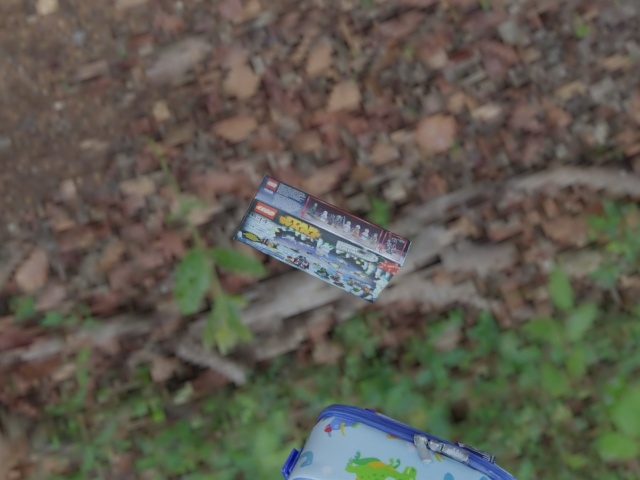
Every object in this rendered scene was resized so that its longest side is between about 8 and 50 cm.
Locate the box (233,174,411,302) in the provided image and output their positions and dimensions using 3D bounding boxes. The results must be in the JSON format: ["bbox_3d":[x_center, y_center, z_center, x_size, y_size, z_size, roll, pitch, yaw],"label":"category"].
[{"bbox_3d":[0.000,0.000,1.530,0.137,0.027,0.094,24,153,-4],"label":"box"}]

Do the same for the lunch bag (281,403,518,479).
[{"bbox_3d":[0.055,0.219,1.400,0.176,0.090,0.219,20,150,10],"label":"lunch bag"}]
